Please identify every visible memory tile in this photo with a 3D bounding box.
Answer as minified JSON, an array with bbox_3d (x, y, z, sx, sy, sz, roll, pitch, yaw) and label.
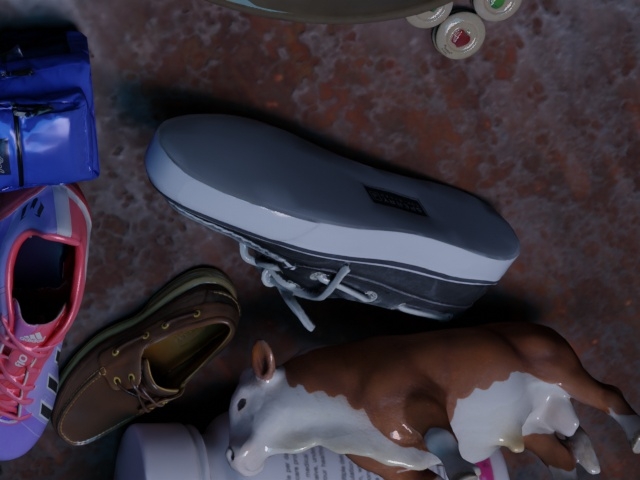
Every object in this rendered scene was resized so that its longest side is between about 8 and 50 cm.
[{"bbox_3d":[0.087,-0.198,1.095,0.113,0.012,0.148,-44,122,14],"label":"memory tile"}]

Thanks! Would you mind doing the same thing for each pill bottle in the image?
[{"bbox_3d":[-0.010,0.211,1.241,0.283,0.160,0.160,4,121,-18],"label":"pill bottle"}]

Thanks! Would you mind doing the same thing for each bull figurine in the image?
[{"bbox_3d":[0.087,0.128,1.161,0.310,0.188,0.101,-11,131,-35],"label":"bull figurine"}]

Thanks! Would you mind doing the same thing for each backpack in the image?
[{"bbox_3d":[-0.205,-0.080,1.038,0.120,0.101,0.098,-5,116,-8],"label":"backpack"}]

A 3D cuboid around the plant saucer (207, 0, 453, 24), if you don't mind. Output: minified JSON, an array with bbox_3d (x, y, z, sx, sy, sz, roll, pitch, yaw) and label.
[{"bbox_3d":[-0.014,-0.218,0.956,0.277,0.041,0.278,6,155,3],"label":"plant saucer"}]

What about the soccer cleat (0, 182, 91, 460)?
[{"bbox_3d":[-0.211,0.066,1.132,0.083,0.095,0.248,7,119,-20],"label":"soccer cleat"}]

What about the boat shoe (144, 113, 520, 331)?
[{"bbox_3d":[-0.001,-0.003,1.140,0.306,0.113,0.105,11,126,-39],"label":"boat shoe"}]

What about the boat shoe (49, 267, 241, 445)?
[{"bbox_3d":[-0.132,0.094,1.193,0.178,0.060,0.064,-40,124,11],"label":"boat shoe"}]
